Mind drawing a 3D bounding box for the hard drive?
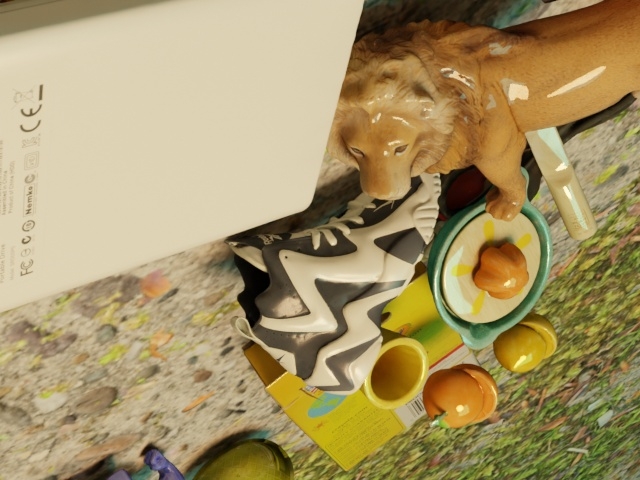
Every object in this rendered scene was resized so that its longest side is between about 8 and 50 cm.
[{"bbox_3d":[-0.121,-0.058,0.751,0.308,0.040,0.203,-20,143,-33],"label":"hard drive"}]

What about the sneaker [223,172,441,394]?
[{"bbox_3d":[0.000,0.000,1.117,0.153,0.094,0.235,26,85,-18],"label":"sneaker"}]

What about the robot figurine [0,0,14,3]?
[{"bbox_3d":[-0.136,-0.103,0.808,0.291,0.085,0.211,-10,141,-41],"label":"robot figurine"}]

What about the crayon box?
[{"bbox_3d":[0.049,0.119,1.364,0.202,0.081,0.318,-36,153,-2],"label":"crayon box"}]

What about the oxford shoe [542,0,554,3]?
[{"bbox_3d":[0.212,-0.240,1.014,0.271,0.096,0.098,-9,162,-35],"label":"oxford shoe"}]

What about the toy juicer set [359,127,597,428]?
[{"bbox_3d":[0.179,0.039,1.206,0.209,0.089,0.329,35,87,-35],"label":"toy juicer set"}]

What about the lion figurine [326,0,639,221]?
[{"bbox_3d":[0.196,-0.129,1.023,0.392,0.142,0.240,-23,150,6],"label":"lion figurine"}]

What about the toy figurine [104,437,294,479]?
[{"bbox_3d":[-0.175,0.311,1.305,0.363,0.191,0.217,-32,147,-12],"label":"toy figurine"}]

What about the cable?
[{"bbox_3d":[0.194,-0.094,1.263,0.287,0.072,0.139,-51,134,1],"label":"cable"}]
